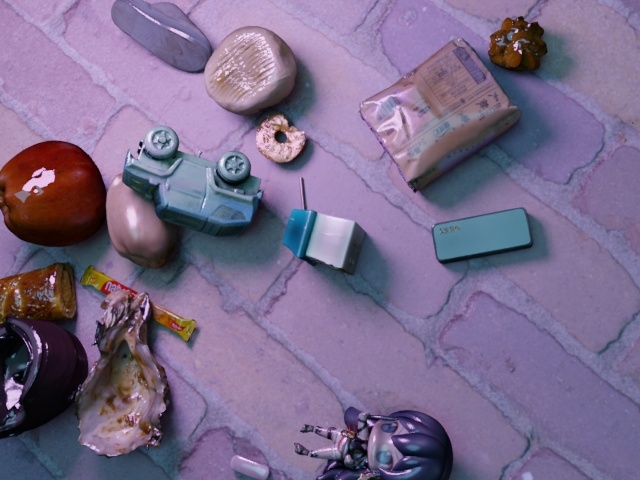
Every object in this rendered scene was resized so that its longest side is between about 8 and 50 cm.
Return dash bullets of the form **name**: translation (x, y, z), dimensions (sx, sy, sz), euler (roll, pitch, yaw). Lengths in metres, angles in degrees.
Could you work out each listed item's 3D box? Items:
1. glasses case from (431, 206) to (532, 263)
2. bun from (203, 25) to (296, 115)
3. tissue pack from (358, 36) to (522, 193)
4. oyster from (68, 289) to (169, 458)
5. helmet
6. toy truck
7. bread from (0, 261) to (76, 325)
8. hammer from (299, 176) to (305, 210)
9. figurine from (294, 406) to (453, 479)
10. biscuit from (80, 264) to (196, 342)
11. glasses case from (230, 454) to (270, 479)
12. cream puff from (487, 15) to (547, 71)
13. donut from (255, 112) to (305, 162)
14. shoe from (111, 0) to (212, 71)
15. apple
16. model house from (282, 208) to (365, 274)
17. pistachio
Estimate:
- **glasses case**: translation (0.309, -0.008, 1.728), dimensions (0.184, 0.039, 0.077), euler (-11, 77, 14)
- **bun**: translation (-0.141, -0.344, 1.877), dimensions (0.193, 0.128, 0.178), euler (-35, 72, 19)
- **tissue pack**: translation (0.227, -0.249, 1.753), dimensions (0.257, 0.123, 0.215), euler (-35, 75, 8)
- **oyster**: translation (-0.408, 0.266, 1.824), dimensions (0.198, 0.133, 0.336), euler (-4, 82, -8)
- **helmet**: translation (-0.602, 0.284, 1.864), dimensions (0.305, 0.177, 0.225), euler (-35, 62, 34)
- **toy truck**: translation (-0.258, -0.113, 1.805), dimensions (0.279, 0.155, 0.156), euler (18, 73, -12)
- **bread**: translation (-0.621, 0.122, 1.937), dimensions (0.172, 0.103, 0.132), euler (-12, 80, 11)
- **hammer**: translation (-0.035, -0.078, 1.854), dimensions (0.036, 0.019, 0.110), euler (-9, 72, 14)
- **figurine**: translation (0.108, 0.388, 1.637), dimensions (0.265, 0.197, 0.175), euler (3, 81, 37)
- **biscuit**: translation (-0.387, 0.131, 1.910), dimensions (0.292, 0.026, 0.048), euler (25, 95, 19)
- **glasses case**: translation (-0.139, 0.450, 1.782), dimensions (0.083, 0.021, 0.032), euler (15, 82, 18)
- **cream puff**: translation (0.381, -0.380, 1.748), dimensions (0.116, 0.094, 0.122), euler (-20, 79, 14)
- **donut**: translation (-0.082, -0.208, 1.875), dimensions (0.097, 0.043, 0.108), euler (-43, 73, 4)
- **shoe**: translation (-0.335, -0.464, 1.976), dimensions (0.251, 0.103, 0.100), euler (30, 45, 6)
- **apple**: translation (-0.566, -0.101, 1.898), dimensions (0.234, 0.234, 0.234), euler (-3, 79, 15)
- **model house**: translation (0.000, 0.000, 1.770), dimensions (0.149, 0.127, 0.100), euler (16, 85, 15)
- **pistachio**: translation (-0.374, -0.039, 1.884), dimensions (0.144, 0.144, 0.215), euler (-24, 70, 11)
